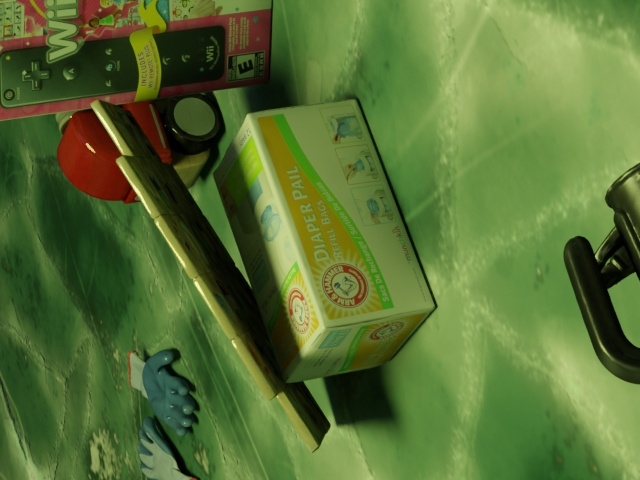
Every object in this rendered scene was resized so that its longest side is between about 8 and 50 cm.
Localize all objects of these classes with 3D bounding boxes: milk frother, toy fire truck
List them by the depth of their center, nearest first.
[{"bbox_3d":[0.226,0.032,1.188,0.143,0.129,0.135,32,-145,-64],"label":"milk frother"},{"bbox_3d":[-0.241,-0.152,1.890,0.158,0.246,0.217,-53,52,57],"label":"toy fire truck"}]

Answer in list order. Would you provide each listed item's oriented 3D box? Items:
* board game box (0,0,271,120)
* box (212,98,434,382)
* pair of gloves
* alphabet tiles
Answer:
[{"bbox_3d":[-0.195,-0.233,1.701,0.097,0.303,0.224,39,133,53],"label":"board game box"},{"bbox_3d":[0.000,0.000,1.611,0.114,0.103,0.203,-54,51,57],"label":"box"},{"bbox_3d":[-0.171,0.207,2.134,0.159,0.023,0.198,29,125,57],"label":"pair of gloves"},{"bbox_3d":[-0.090,0.028,1.670,0.342,0.011,0.285,57,-177,1],"label":"alphabet tiles"}]
